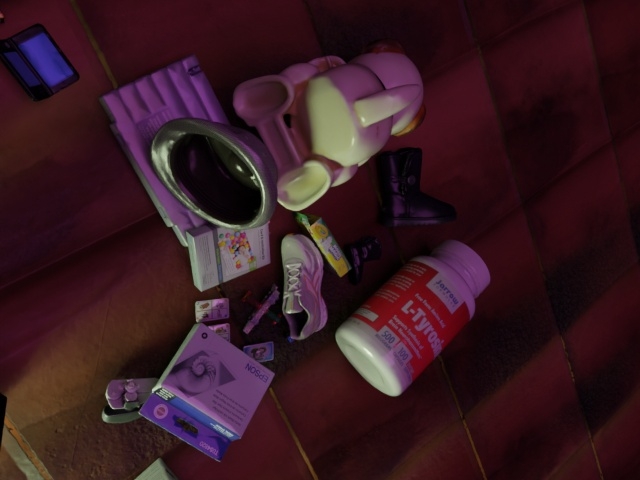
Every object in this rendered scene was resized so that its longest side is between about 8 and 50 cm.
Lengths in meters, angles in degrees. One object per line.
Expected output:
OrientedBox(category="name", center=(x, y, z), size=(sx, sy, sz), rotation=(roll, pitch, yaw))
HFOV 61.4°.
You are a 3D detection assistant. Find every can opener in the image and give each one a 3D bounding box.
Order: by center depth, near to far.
OrientedBox(category="can opener", center=(-0.339, 0.344, 1.209), size=(0.280, 0.074, 0.093), rotation=(2, 130, -28))

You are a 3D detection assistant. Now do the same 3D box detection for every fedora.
OrientedBox(category="fedora", center=(-0.194, -0.153, 1.102), size=(0.275, 0.244, 0.124), rotation=(36, 44, -6))

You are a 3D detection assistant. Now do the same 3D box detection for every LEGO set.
OrientedBox(category="LEGO set", center=(-0.179, 0.209, 1.298), size=(0.244, 0.060, 0.183), rotation=(-6, 106, -23))

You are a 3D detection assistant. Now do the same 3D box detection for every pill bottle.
OrientedBox(category="pill bottle", center=(0.254, 0.189, 1.421), size=(0.407, 0.229, 0.229), rotation=(-41, 113, -19))

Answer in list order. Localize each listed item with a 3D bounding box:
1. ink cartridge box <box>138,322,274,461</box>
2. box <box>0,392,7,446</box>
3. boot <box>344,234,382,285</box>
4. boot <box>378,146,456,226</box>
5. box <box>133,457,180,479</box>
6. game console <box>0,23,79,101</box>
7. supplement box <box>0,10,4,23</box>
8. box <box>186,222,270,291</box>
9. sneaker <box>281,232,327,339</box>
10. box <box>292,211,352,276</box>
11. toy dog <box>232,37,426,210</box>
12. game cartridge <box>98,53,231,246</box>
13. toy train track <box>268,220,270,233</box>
OrientedBox(category="ink cartridge box", center=(-0.242, 0.333, 1.186), size=(0.223, 0.045, 0.224), rotation=(39, 62, -18))
OrientedBox(category="box", center=(-0.694, 0.371, 0.847), size=(0.312, 0.343, 0.179), rotation=(-45, 113, -16))
OrientedBox(category="boot", center=(0.118, 0.051, 1.436), size=(0.099, 0.045, 0.121), rotation=(-15, 102, -30))
OrientedBox(category="boot", center=(0.270, -0.148, 1.466), size=(0.246, 0.094, 0.207), rotation=(-4, 102, -23))
OrientedBox(category="box", center=(-0.363, 0.623, 1.188), size=(0.182, 0.119, 0.181), rotation=(-39, 113, -20))
OrientedBox(category="game console", center=(-0.534, -0.336, 1.014), size=(0.071, 0.107, 0.122), rotation=(-30, 111, 7))
OrientedBox(category="supplement box", center=(-0.617, -0.430, 0.969), size=(0.055, 0.043, 0.083), rotation=(-29, 109, -24))
OrientedBox(category="box", center=(-0.203, 0.017, 1.218), size=(0.186, 0.038, 0.145), rotation=(-22, 128, -33))
OrientedBox(category="sneaker", center=(-0.049, 0.114, 1.291), size=(0.121, 0.099, 0.263), rotation=(-36, 116, -62))
OrientedBox(category="box", center=(0.000, 0.000, 1.327), size=(0.043, 0.105, 0.179), rotation=(-39, 113, -13))
OrientedBox(category="toy dog", center=(0.073, -0.310, 1.189), size=(0.408, 0.395, 0.285), rotation=(-39, 99, -47))
OrientedBox(category="game cartridge", center=(-0.291, -0.190, 1.172), size=(0.230, 0.068, 0.355), rotation=(-32, 110, -18))
OrientedBox(category="toy train track", center=(-0.153, -0.044, 1.291), size=(0.048, 0.014, 0.083), rotation=(-47, 110, -8))
